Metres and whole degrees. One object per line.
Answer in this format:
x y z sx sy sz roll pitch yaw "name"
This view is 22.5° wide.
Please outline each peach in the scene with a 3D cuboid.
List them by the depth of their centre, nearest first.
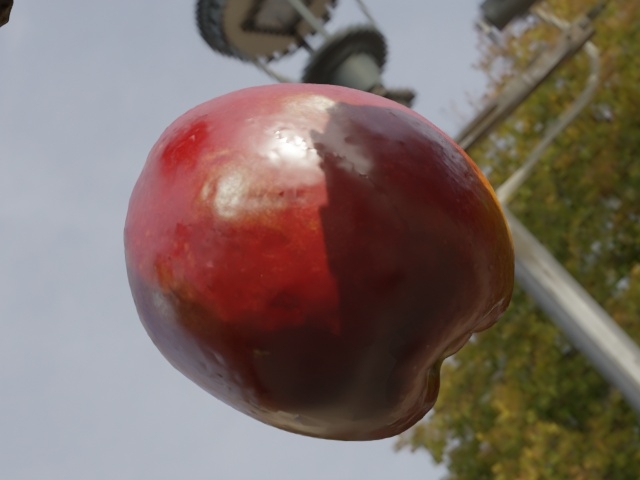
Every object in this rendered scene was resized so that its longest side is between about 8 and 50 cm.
0.000 0.000 0.979 0.243 0.243 0.199 -12 -31 -33 "peach"

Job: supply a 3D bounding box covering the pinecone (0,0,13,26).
-0.287 -0.217 1.047 0.229 0.201 0.202 19 -101 -22 "pinecone"
